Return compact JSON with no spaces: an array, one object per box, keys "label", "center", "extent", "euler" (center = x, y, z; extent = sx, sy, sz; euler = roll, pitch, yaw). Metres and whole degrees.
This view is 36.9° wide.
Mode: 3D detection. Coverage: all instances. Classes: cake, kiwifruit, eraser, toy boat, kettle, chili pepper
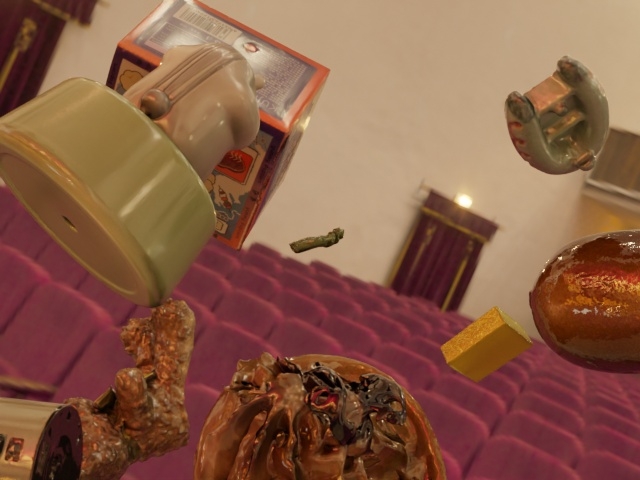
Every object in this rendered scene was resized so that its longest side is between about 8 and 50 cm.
[{"label":"cake","center":[0.002,0.273,1.160],"extent":[0.332,0.332,0.321],"euler":[24,-30,8]},{"label":"kiwifruit","center":[0.390,0.081,1.253],"extent":[0.233,0.196,0.196],"euler":[-1,-9,21]},{"label":"eraser","center":[0.276,0.176,1.599],"extent":[0.097,0.122,0.045],"euler":[36,23,-41]},{"label":"toy boat","center":[0.320,-0.150,1.259],"extent":[0.079,0.134,0.208],"euler":[56,5,33]},{"label":"kettle","center":[-0.431,0.252,1.141],"extent":[0.236,0.161,0.221],"euler":[6,-27,7]},{"label":"chili pepper","center":[0.000,0.000,1.230],"extent":[0.083,0.022,0.027],"euler":[-16,-10,-27]}]

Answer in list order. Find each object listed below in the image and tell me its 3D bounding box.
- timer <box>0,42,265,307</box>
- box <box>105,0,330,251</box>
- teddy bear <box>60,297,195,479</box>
[{"label":"timer","center":[-0.200,-0.121,1.193],"extent":[0.290,0.315,0.291],"euler":[36,-23,18]},{"label":"box","center":[-0.217,-0.229,1.837],"extent":[0.348,0.319,0.257],"euler":[28,42,0]},{"label":"teddy bear","center":[-0.325,0.247,1.519],"extent":[0.222,0.296,0.246],"euler":[5,-24,-32]}]
